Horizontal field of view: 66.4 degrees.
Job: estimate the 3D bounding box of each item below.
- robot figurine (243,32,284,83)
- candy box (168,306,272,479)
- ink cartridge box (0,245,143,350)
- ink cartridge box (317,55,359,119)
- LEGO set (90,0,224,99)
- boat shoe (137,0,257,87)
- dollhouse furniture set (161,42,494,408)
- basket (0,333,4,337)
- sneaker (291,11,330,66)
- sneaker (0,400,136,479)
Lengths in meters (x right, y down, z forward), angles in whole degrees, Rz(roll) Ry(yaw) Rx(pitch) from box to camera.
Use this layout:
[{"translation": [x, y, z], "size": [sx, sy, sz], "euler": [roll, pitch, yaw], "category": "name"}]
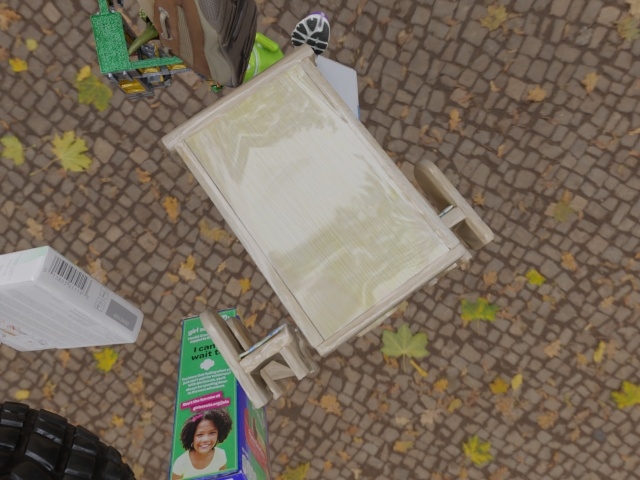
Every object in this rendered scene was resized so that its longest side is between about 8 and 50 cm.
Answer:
[{"translation": [-0.105, -0.288, 0.802], "size": [0.067, 0.115, 0.101], "euler": [53, 131, 23], "category": "robot figurine"}, {"translation": [-0.171, 0.332, 0.899], "size": [0.122, 0.317, 0.268], "euler": [-12, 133, -2], "category": "candy box"}, {"translation": [-0.389, 0.090, 0.664], "size": [0.225, 0.056, 0.181], "euler": [-7, 144, 21], "category": "ink cartridge box"}, {"translation": [-0.047, -0.245, 1.156], "size": [0.129, 0.307, 0.223], "euler": [11, 63, -30], "category": "ink cartridge box"}, {"translation": [-0.288, -0.405, 0.891], "size": [0.255, 0.192, 0.331], "euler": [-19, 93, -5], "category": "LEGO set"}, {"translation": [-0.132, -0.253, 0.476], "size": [0.117, 0.324, 0.123], "euler": [17, 78, -3], "category": "boat shoe"}, {"translation": [0.000, 0.000, 0.627], "size": [0.362, 0.394, 0.256], "euler": [-35, 77, -5], "category": "dollhouse furniture set"}, {"translation": [-0.780, 0.217, 0.767], "size": [0.267, 0.331, 0.328], "euler": [-2, 145, 16], "category": "basket"}, {"translation": [-0.019, -0.392, 0.933], "size": [0.068, 0.170, 0.071], "euler": [17, 83, -10], "category": "sneaker"}, {"translation": [-0.244, 0.156, 0.241], "size": [0.283, 0.107, 0.124], "euler": [12, 99, -21], "category": "sneaker"}]
